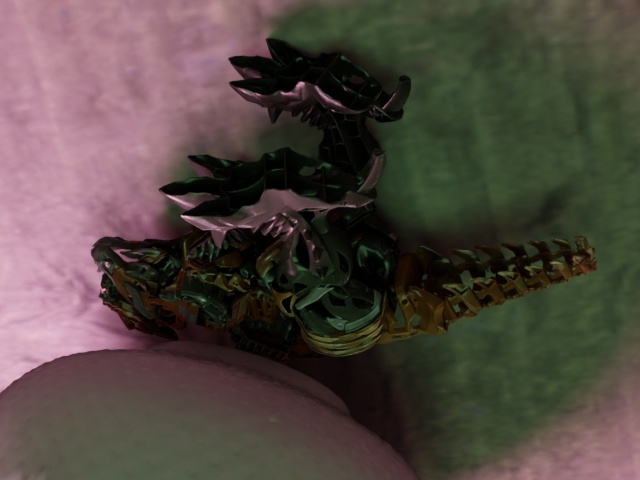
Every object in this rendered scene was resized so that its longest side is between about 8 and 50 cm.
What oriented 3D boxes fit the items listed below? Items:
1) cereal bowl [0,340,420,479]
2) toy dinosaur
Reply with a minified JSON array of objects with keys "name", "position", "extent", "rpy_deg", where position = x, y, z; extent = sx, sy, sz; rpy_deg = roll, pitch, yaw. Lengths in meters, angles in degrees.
[{"name":"cereal bowl","position":[-0.074,0.167,0.661],"extent":[0.339,0.141,0.339],"rpy_deg":[13,154,7]},{"name":"toy dinosaur","position":[0.000,0.000,0.613],"extent":[0.322,0.164,0.218],"rpy_deg":[-13,131,0]}]
